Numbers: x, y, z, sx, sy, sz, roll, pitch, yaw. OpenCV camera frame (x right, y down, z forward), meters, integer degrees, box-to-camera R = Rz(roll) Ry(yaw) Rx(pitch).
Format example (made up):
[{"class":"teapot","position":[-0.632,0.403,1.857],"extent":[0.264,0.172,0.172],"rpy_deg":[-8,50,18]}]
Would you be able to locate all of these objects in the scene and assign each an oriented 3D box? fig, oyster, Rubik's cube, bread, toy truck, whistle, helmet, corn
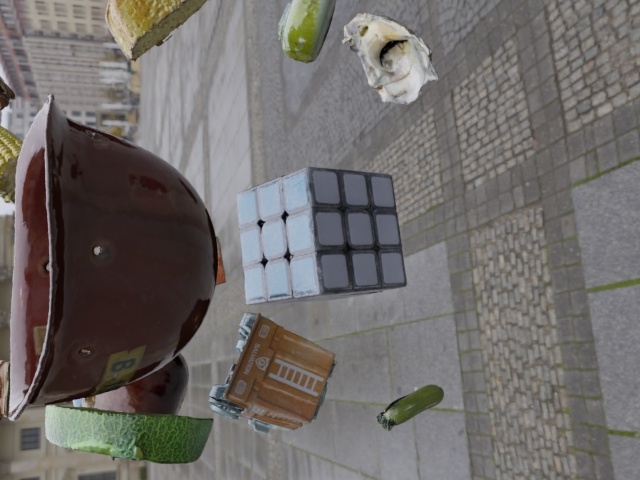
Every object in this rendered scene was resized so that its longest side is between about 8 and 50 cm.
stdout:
[{"class":"fig","position":[-0.364,0.298,1.196],"extent":[0.215,0.235,0.234],"rpy_deg":[26,127,19]},{"class":"oyster","position":[0.194,-0.497,1.639],"extent":[0.275,0.100,0.270],"rpy_deg":[-3,97,38]},{"class":"Rubik's cube","position":[0.000,0.000,1.534],"extent":[0.305,0.304,0.300],"rpy_deg":[-17,77,48]},{"class":"bread","position":[-0.327,-0.479,1.201],"extent":[0.139,0.229,0.143],"rpy_deg":[50,169,-18]},{"class":"toy truck","position":[-0.076,0.225,0.959],"extent":[0.305,0.162,0.136],"rpy_deg":[115,177,-68]},{"class":"whistle","position":[-0.003,-0.302,0.731],"extent":[0.104,0.057,0.198],"rpy_deg":[112,175,-66]},{"class":"helmet","position":[-0.237,0.024,0.725],"extent":[0.385,0.230,0.337],"rpy_deg":[-49,46,43]},{"class":"corn","position":[-0.628,-0.157,1.151],"extent":[0.305,0.122,0.123],"rpy_deg":[30,139,31]}]

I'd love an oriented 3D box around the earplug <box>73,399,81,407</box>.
[{"class":"earplug","position":[-0.535,0.305,1.464],"extent":[0.273,0.133,0.132],"rpy_deg":[-112,27,-50]}]

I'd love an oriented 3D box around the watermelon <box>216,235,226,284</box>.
[{"class":"watermelon","position":[-0.332,0.075,1.766],"extent":[0.193,0.137,0.145],"rpy_deg":[-52,12,1]}]

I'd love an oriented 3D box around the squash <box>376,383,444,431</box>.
[{"class":"squash","position":[0.201,0.361,1.334],"extent":[0.052,0.184,0.052],"rpy_deg":[34,132,48]}]

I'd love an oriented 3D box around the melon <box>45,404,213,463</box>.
[{"class":"melon","position":[-0.260,0.253,0.803],"extent":[0.118,0.210,0.064],"rpy_deg":[49,-134,-74]}]

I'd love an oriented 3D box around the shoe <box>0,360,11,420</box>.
[{"class":"shoe","position":[-0.590,0.273,1.112],"extent":[0.072,0.069,0.108],"rpy_deg":[-83,-1,-73]}]

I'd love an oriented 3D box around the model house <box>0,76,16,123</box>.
[{"class":"model house","position":[-0.953,-0.401,1.667],"extent":[0.199,0.220,0.229],"rpy_deg":[-131,50,-73]}]
